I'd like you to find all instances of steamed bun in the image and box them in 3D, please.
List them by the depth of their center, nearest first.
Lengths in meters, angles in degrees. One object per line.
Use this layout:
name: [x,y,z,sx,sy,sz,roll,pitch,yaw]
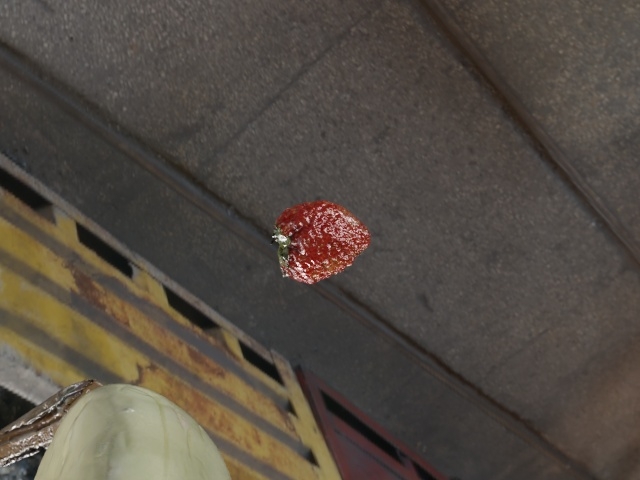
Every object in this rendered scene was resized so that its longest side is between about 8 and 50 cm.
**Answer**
steamed bun: [-0.213,0.339,0.962,0.232,0.312,0.334,23,123,-24]

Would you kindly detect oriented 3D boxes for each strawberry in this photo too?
strawberry: [-0.004,-0.003,1.350,0.148,0.131,0.131,-21,132,-15]

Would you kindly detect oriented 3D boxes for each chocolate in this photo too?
chocolate: [-0.447,0.293,1.312,0.329,0.102,0.065,-31,101,41]
